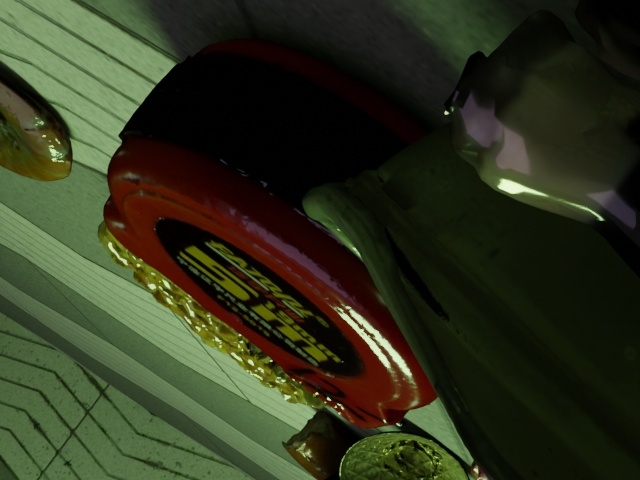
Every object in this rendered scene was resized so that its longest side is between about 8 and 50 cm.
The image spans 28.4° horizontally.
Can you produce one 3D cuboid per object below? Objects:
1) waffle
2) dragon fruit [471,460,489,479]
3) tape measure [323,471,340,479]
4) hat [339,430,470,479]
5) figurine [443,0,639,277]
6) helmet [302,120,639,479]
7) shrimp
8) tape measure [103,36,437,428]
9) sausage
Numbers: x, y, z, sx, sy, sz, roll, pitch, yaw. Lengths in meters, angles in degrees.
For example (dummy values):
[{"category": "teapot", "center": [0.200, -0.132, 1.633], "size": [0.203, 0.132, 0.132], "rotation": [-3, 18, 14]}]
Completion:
[{"category": "waffle", "center": [-0.093, 0.065, 1.241], "size": [0.283, 0.065, 0.309], "rotation": [36, 169, 6]}, {"category": "dragon fruit", "center": [0.182, 0.202, 0.915], "size": [0.150, 0.207, 0.133], "rotation": [-26, 145, 25]}, {"category": "tape measure", "center": [0.073, 0.368, 1.526], "size": [0.202, 0.223, 0.135], "rotation": [39, -157, -18]}, {"category": "hat", "center": [0.099, 0.247, 1.391], "size": [0.146, 0.067, 0.146], "rotation": [8, 123, 12]}, {"category": "figurine", "center": [0.208, 0.042, 0.253], "size": [0.306, 0.241, 0.411], "rotation": [-22, 105, 46]}, {"category": "helmet", "center": [0.112, 0.021, 0.468], "size": [0.204, 0.137, 0.257], "rotation": [43, -174, -30]}, {"category": "shrimp", "center": [-0.330, -0.134, 1.159], "size": [0.249, 0.068, 0.150], "rotation": [28, 152, 9]}, {"category": "tape measure", "center": [0.000, -0.001, 0.731], "size": [0.253, 0.114, 0.260], "rotation": [37, 162, -5]}, {"category": "sausage", "center": [0.080, 0.327, 1.635], "size": [0.302, 0.076, 0.103], "rotation": [38, 166, -8]}]
